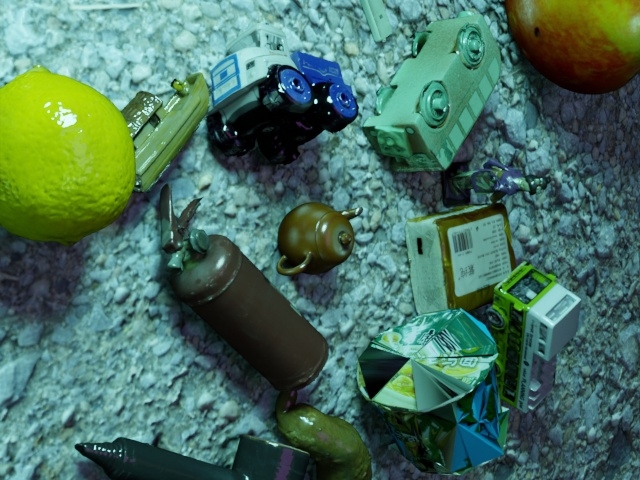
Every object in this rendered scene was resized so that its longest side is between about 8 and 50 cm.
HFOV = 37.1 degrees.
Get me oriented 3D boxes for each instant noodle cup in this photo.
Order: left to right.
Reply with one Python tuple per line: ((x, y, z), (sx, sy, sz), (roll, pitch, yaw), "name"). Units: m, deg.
((0.192, 0.256, 1.566), (0.240, 0.240, 0.178), (-50, 131, -35), "instant noodle cup")

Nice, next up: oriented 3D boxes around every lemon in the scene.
((-0.295, -0.094, 1.060), (0.178, 0.178, 0.203), (-14, 99, -46), "lemon")

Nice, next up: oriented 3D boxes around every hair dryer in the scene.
((-0.178, 0.331, 1.258), (0.352, 0.107, 0.189), (26, 73, -36), "hair dryer")

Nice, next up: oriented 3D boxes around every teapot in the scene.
((0.000, 0.000, 1.426), (0.173, 0.116, 0.116), (-45, 121, -37), "teapot")

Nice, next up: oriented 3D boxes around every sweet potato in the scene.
((0.020, 0.347, 1.458), (0.124, 0.098, 0.310), (-24, 110, -23), "sweet potato")

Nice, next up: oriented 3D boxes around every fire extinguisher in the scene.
((-0.117, 0.061, 1.314), (0.337, 0.106, 0.147), (50, 30, -35), "fire extinguisher")

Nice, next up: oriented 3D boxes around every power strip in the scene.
((0.093, -0.376, 1.596), (0.040, 0.016, 0.090), (-40, 117, -39), "power strip")

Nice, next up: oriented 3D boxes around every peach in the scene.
((0.527, -0.476, 1.827), (0.388, 0.388, 0.388), (0, 90, -47), "peach")

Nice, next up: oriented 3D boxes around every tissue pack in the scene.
((0.259, 0.034, 1.720), (0.226, 0.092, 0.183), (-15, 101, -47), "tissue pack")

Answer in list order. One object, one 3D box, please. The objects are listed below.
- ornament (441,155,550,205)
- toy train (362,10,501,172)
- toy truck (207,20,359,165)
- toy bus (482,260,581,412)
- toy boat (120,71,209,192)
((0.308, -0.105, 1.701), (0.081, 0.203, 0.088), (-9, 99, -39), "ornament")
((0.204, -0.257, 1.636), (0.326, 0.129, 0.159), (-58, 132, -29), "toy train")
((-0.059, -0.218, 1.351), (0.213, 0.161, 0.177), (7, 65, -47), "toy truck")
((0.383, 0.188, 1.753), (0.113, 0.139, 0.302), (-37, 142, -28), "toy bus")
((-0.219, -0.139, 1.220), (0.088, 0.068, 0.226), (50, 56, -28), "toy boat")
